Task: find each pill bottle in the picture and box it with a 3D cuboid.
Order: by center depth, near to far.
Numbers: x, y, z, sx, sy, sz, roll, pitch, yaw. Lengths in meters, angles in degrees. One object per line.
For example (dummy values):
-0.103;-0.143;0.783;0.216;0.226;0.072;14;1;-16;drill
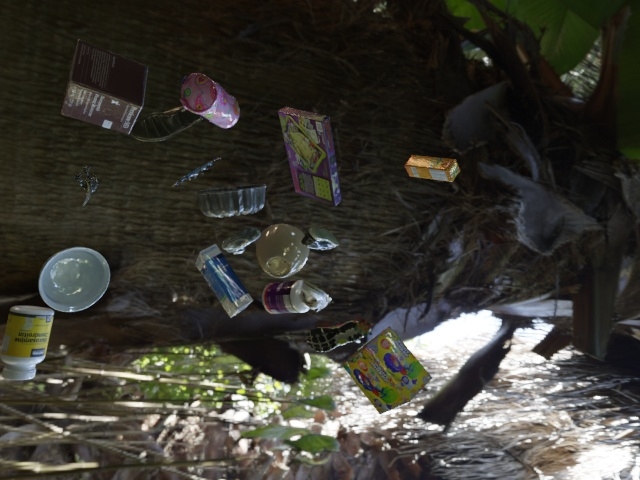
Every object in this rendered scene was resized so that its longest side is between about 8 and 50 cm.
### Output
-0.790;0.272;1.183;0.103;0.103;0.184;-3;-102;61;pill bottle
-0.164;0.319;2.493;0.323;0.181;0.181;-9;-112;37;pill bottle

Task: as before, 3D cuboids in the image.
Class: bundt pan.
-0.404;-0.180;2.025;0.331;0.331;0.124;14;-68;62;bundt pan

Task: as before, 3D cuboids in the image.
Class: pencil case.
-0.347;-0.439;1.408;0.284;0.124;0.124;-49;157;-82;pencil case

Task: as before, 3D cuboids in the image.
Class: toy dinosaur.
-1.010;-0.247;1.905;0.268;0.064;0.118;-113;-168;-56;toy dinosaur

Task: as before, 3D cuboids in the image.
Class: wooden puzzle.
0.152;0.311;1.578;0.049;0.083;0.006;-59;170;-9;wooden puzzle

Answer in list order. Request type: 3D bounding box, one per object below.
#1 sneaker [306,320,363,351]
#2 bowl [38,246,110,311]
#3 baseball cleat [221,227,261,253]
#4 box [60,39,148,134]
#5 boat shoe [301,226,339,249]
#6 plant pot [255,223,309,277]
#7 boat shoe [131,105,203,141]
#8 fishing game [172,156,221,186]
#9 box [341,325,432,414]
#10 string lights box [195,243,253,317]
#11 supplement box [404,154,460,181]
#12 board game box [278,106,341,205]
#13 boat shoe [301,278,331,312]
0.075;0.406;1.886;0.279;0.118;0.107;-15;-97;21;sneaker
-1.121;0.159;1.975;0.134;0.298;0.297;17;-88;37;bowl
-0.360;0.004;2.078;0.206;0.109;0.072;-16;-122;15;baseball cleat
-0.667;-0.467;1.365;0.168;0.203;0.167;-32;-126;47;box
0.000;0.000;1.731;0.069;0.228;0.081;-43;-114;16;boat shoe
-0.202;0.084;2.254;0.284;0.284;0.191;-59;-167;28;plant pot
-0.620;-0.472;1.794;0.104;0.307;0.110;9;-60;58;boat shoe
-0.591;-0.323;2.114;0.264;0.041;0.189;-34;-161;-9;fishing game
0.294;0.592;2.004;0.290;0.177;0.279;51;-37;13;box
-0.373;0.156;1.683;0.259;0.077;0.133;56;-31;6;string lights box
0.496;-0.323;1.966;0.233;0.080;0.078;19;-117;44;supplement box
-0.035;-0.302;1.611;0.208;0.056;0.346;20;-41;30;board game box
-0.030;0.273;2.090;0.113;0.302;0.103;34;-98;27;boat shoe
